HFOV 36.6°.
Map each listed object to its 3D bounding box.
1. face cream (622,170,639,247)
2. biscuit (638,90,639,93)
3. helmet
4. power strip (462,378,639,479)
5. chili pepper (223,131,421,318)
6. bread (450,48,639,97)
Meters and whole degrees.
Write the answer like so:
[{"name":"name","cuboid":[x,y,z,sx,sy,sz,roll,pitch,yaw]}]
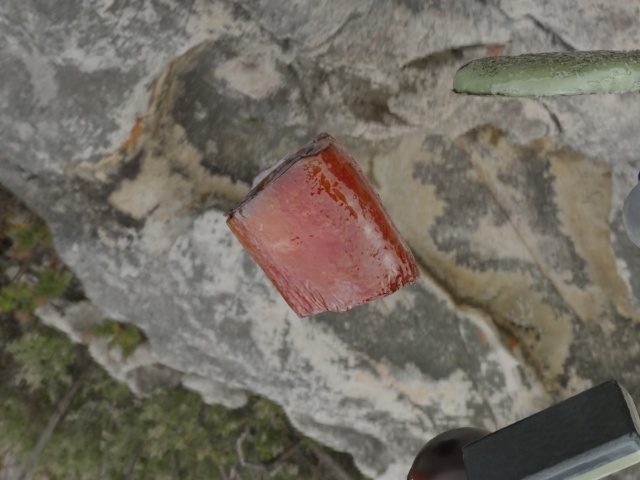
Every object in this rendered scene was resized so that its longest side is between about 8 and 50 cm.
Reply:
[{"name":"face cream","cuboid":[0.427,0.067,0.934,0.235,0.420,0.137,17,128,-33]},{"name":"biscuit","cuboid":[0.597,-0.270,1.638,0.130,0.019,0.102,27,116,18]},{"name":"helmet","cuboid":[0.241,0.399,1.535,0.189,0.216,0.193,-17,137,-25]},{"name":"power strip","cuboid":[0.311,0.289,1.317,0.256,0.105,0.070,-29,125,21]},{"name":"chili pepper","cuboid":[0.000,0.000,1.627,0.251,0.229,0.305,-30,97,14]},{"name":"bread","cuboid":[0.279,-0.191,1.087,0.267,0.267,0.040,-2,103,9]}]
